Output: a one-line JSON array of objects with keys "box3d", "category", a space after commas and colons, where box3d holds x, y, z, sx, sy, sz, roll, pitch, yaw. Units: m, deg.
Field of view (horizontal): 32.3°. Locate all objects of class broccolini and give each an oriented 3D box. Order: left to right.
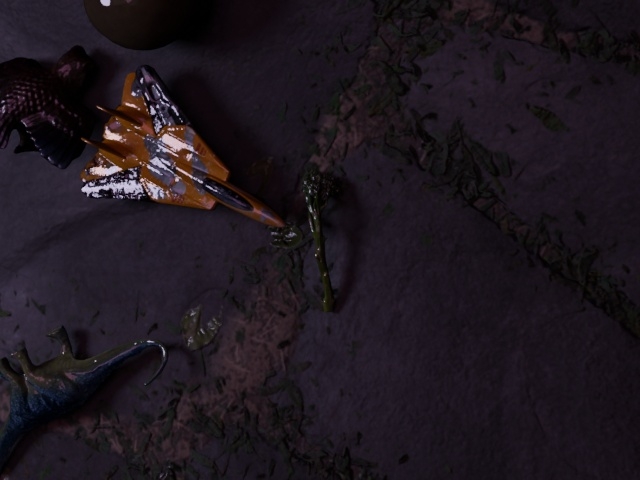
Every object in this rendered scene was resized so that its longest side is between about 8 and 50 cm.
[{"box3d": [-0.003, -0.001, 1.478, 0.054, 0.052, 0.194, -3, 85, 21], "category": "broccolini"}]

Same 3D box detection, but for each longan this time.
[{"box3d": [-0.247, -0.349, 1.524, 0.189, 0.189, 0.189, -2, 85, 17], "category": "longan"}]

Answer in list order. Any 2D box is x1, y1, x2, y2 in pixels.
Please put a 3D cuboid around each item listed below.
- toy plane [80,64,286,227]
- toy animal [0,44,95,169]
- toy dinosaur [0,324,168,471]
[{"box3d": [-0.174, -0.093, 1.520, 0.316, 0.103, 0.204, 28, 96, 11], "category": "toy plane"}, {"box3d": [-0.405, -0.207, 1.588, 0.218, 0.116, 0.179, 43, 100, 23], "category": "toy animal"}, {"box3d": [-0.386, 0.204, 1.573, 0.363, 0.076, 0.147, -33, 96, 14], "category": "toy dinosaur"}]
